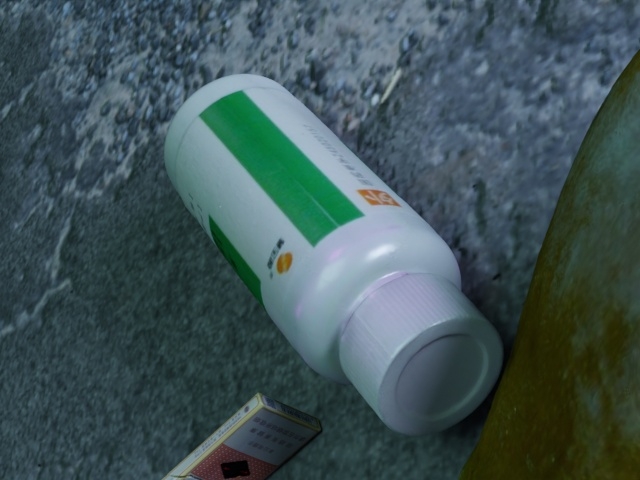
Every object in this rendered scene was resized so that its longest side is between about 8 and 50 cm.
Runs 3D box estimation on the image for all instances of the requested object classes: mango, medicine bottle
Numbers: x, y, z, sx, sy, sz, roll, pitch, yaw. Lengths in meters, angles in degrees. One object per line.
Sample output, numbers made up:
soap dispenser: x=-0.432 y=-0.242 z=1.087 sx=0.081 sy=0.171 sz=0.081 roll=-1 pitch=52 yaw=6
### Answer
mango: x=0.150 y=0.023 z=0.470 sx=0.316 sy=0.146 sz=0.192 roll=-54 pitch=31 yaw=20
medicine bottle: x=0.000 y=0.000 z=0.687 sx=0.095 sy=0.095 sz=0.260 roll=-54 pitch=37 yaw=10

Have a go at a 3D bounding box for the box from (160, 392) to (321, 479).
box: x=-0.044 y=0.117 z=0.704 sx=0.083 sy=0.046 sz=0.012 roll=-44 pitch=41 yaw=21
